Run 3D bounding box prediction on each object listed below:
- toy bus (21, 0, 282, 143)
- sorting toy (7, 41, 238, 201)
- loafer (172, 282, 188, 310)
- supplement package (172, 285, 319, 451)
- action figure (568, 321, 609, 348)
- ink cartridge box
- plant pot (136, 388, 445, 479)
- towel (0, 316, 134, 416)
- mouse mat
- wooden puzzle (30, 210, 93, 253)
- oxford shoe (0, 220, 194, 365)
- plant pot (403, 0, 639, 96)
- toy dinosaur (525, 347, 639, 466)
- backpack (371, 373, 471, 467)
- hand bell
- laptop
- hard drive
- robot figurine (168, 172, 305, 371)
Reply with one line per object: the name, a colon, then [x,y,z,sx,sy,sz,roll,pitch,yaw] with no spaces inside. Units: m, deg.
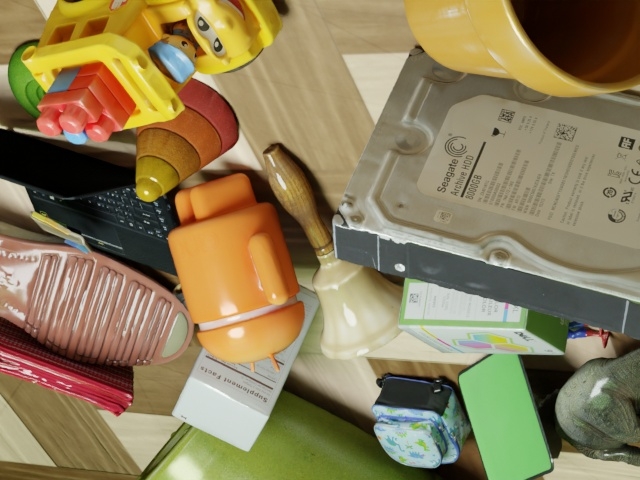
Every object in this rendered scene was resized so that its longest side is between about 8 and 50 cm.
toy bus: [-0.176,-0.177,1.696,0.220,0.211,0.149,-6,133,35]
sorting toy: [-0.279,-0.122,1.904,0.365,0.126,0.127,15,144,13]
loafer: [-0.139,0.042,2.094,0.061,0.062,0.170,29,144,3]
supplement package: [-0.086,0.136,2.078,0.105,0.179,0.105,26,146,-2]
action figure: [0.259,0.098,1.953,0.115,0.030,0.038,8,147,27]
ink cartridge box: [0.201,0.081,1.901,0.209,0.062,0.109,-1,162,31]
plant pot: [-0.048,0.357,2.240,0.353,0.366,0.366,40,144,-3]
towel: [-0.329,0.148,2.218,0.198,0.031,0.275,22,-176,-8]
mouse mat: [0.209,0.205,2.019,0.007,0.153,0.190,-12,167,-19]
wooden puzzle: [-0.295,-0.011,2.026,0.078,0.014,0.116,27,171,-1]
oxford shoe: [-0.345,0.042,2.191,0.397,0.146,0.140,21,103,-13]
plant pot: [0.172,-0.215,1.465,0.205,0.205,0.188,41,158,-23]
toy dinosaur: [0.318,0.184,1.932,0.160,0.121,0.313,10,157,-10]
backpack: [0.123,0.229,2.159,0.105,0.084,0.114,2,142,33]
hand bell: [0.000,0.000,1.936,0.126,0.126,0.242,-9,122,39]
laptop: [-0.298,-0.031,1.995,0.234,0.136,0.264,19,145,28]
hard drive: [0.206,-0.046,1.611,0.338,0.237,0.064,15,144,16]
robot figurine: [-0.092,0.040,1.948,0.158,0.128,0.219,-16,92,24]
